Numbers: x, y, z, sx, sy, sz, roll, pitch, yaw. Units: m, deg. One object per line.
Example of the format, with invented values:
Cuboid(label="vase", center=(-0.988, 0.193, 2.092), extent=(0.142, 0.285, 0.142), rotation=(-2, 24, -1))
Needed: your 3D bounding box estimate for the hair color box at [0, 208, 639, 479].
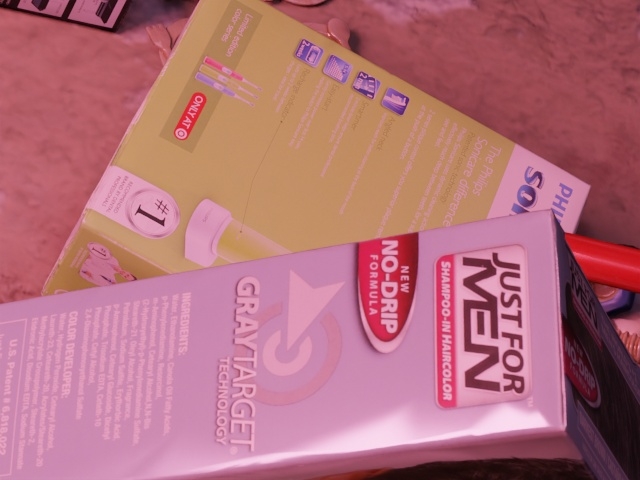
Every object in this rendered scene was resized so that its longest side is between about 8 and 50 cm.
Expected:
Cuboid(label="hair color box", center=(-0.038, 0.104, 0.945), extent=(0.375, 0.185, 0.113), rotation=(-10, 59, 19))

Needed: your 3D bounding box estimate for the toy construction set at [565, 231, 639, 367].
Cuboid(label="toy construction set", center=(0.233, 0.119, 1.105), extent=(0.237, 0.309, 0.257), rotation=(13, 60, 23))

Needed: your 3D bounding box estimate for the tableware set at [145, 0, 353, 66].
Cuboid(label="tableware set", center=(-0.047, -0.164, 1.342), extent=(0.169, 0.020, 0.141), rotation=(-3, 65, -26))

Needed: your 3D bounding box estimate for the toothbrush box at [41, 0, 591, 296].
Cuboid(label="toothbrush box", center=(0.000, 0.000, 1.206), extent=(0.283, 0.122, 0.206), rotation=(27, 59, -6))

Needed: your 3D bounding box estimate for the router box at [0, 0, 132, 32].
Cuboid(label="router box", center=(-0.236, -0.312, 1.302), extent=(0.243, 0.081, 0.308), rotation=(10, 59, -18))
